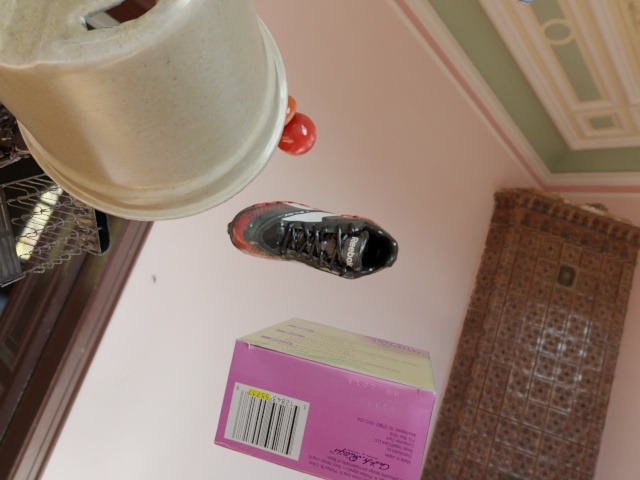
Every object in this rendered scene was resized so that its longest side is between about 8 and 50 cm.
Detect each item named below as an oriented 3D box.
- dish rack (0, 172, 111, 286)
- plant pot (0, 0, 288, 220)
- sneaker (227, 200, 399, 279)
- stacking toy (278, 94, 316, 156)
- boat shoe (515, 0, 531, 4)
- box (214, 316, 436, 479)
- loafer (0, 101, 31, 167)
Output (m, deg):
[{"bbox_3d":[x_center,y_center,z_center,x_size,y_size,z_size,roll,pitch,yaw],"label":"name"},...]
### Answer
[{"bbox_3d":[-0.552,-0.035,0.923,0.074,0.208,0.271,5,20,15],"label":"dish rack"},{"bbox_3d":[-0.188,-0.205,0.436,0.333,0.334,0.305,20,-8,-5],"label":"plant pot"},{"bbox_3d":[0.000,0.000,0.705,0.276,0.098,0.135,8,7,-21],"label":"sneaker"},{"bbox_3d":[-0.126,-0.288,0.882,0.141,0.141,0.330,7,-30,46],"label":"stacking toy"},{"bbox_3d":[0.279,-0.450,0.707,0.183,0.066,0.066,52,-40,2],"label":"boat shoe"},{"bbox_3d":[0.023,0.188,0.575,0.213,0.117,0.243,12,-1,12],"label":"box"},{"bbox_3d":[-0.446,-0.187,0.710,0.095,0.302,0.109,41,-23,0],"label":"loafer"}]
